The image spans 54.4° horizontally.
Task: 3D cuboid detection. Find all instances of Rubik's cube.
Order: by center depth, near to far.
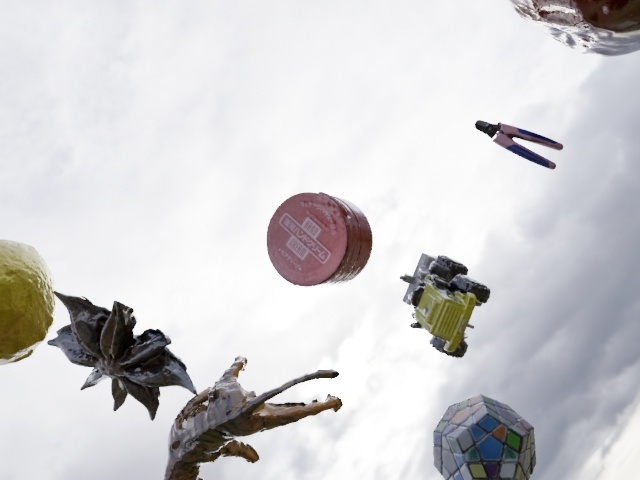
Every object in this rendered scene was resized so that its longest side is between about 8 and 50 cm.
[{"bbox_3d":[0.172,0.219,0.656,0.093,0.111,0.111,-9,-51,-24],"label":"Rubik's cube"}]

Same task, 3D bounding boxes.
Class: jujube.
[{"bbox_3d":[0.312,-0.307,0.674,0.223,0.223,0.318,-60,-25,14],"label":"jujube"}]

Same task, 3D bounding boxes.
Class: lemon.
[{"bbox_3d":[-0.623,0.115,1.187,0.234,0.288,0.233,-9,-57,-14],"label":"lemon"}]

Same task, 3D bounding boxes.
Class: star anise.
[{"bbox_3d":[-0.244,0.131,0.755,0.061,0.205,0.180,-55,-45,-51],"label":"star anise"}]

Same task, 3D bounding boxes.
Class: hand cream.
[{"bbox_3d":[0.000,0.000,1.251,0.193,0.193,0.125,-59,-25,13],"label":"hand cream"}]

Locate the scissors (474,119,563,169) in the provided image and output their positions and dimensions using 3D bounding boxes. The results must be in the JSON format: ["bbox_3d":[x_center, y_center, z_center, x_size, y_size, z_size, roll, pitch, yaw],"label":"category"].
[{"bbox_3d":[0.247,-0.126,0.781,0.012,0.113,0.039,95,-160,-77],"label":"scissors"}]

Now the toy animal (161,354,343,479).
[{"bbox_3d":[-0.080,0.177,0.643,0.255,0.114,0.116,-43,-13,35],"label":"toy animal"}]

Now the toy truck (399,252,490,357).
[{"bbox_3d":[0.200,0.097,1.083,0.111,0.286,0.136,20,-80,-10],"label":"toy truck"}]
